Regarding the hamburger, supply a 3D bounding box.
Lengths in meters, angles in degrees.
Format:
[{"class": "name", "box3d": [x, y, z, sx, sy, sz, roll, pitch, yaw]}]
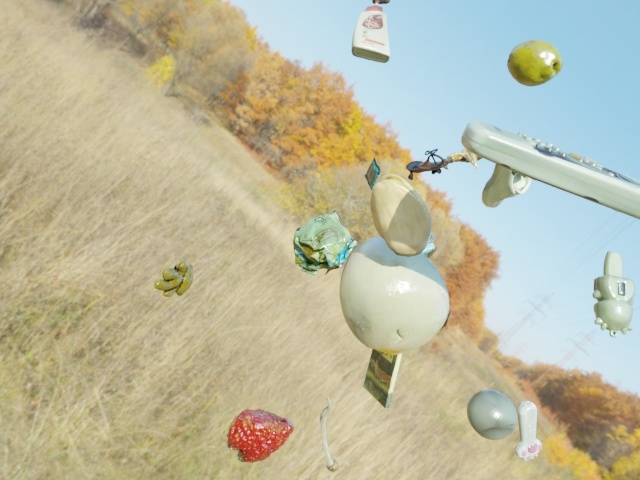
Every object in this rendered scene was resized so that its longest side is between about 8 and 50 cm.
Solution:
[{"class": "hamburger", "box3d": [-0.005, 0.004, 1.806, 0.150, 0.276, 0.260, 40, 29, -58]}]

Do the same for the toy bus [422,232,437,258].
[{"class": "toy bus", "box3d": [0.344, -0.041, 1.869, 0.133, 0.165, 0.271, 90, -22, -70]}]

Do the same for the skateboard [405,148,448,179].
[{"class": "skateboard", "box3d": [0.359, -0.264, 1.549, 0.151, 0.067, 0.080, -5, -54, 45]}]

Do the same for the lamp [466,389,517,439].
[{"class": "lamp", "box3d": [0.375, 0.382, 0.997, 0.105, 0.105, 0.105, 45, 2, -2]}]

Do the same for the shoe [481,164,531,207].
[{"class": "shoe", "box3d": [0.765, -0.223, 1.827, 0.363, 0.132, 0.160, 84, -19, -56]}]

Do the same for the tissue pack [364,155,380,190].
[{"class": "tissue pack", "box3d": [0.225, -0.284, 1.933, 0.138, 0.028, 0.085, 117, -40, -57]}]

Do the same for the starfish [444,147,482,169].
[{"class": "starfish", "box3d": [0.549, -0.302, 1.633, 0.216, 0.238, 0.071, -105, 178, -81]}]

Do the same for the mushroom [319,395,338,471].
[{"class": "mushroom", "box3d": [0.022, 0.603, 1.438, 0.068, 0.043, 0.306, 9, -66, 35]}]

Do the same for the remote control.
[{"class": "remote control", "box3d": [0.368, -0.120, 0.720, 0.296, 0.056, 0.140, 23, 23, 3]}]

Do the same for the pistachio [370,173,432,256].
[{"class": "pistachio", "box3d": [0.196, -0.060, 1.070, 0.145, 0.117, 0.200, -5, -73, 41]}]

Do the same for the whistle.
[{"class": "whistle", "box3d": [0.809, 0.148, 1.261, 0.110, 0.244, 0.092, 9, -20, 6]}]

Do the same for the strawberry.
[{"class": "strawberry", "box3d": [-0.147, 0.453, 1.082, 0.131, 0.148, 0.131, 50, 1, -2]}]

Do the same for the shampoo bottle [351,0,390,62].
[{"class": "shampoo bottle", "box3d": [0.209, -0.830, 1.757, 0.153, 0.284, 0.071, 11, -16, -2]}]

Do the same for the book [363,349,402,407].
[{"class": "book", "box3d": [0.223, 0.460, 1.639, 0.024, 0.228, 0.160, 9, 8, -26]}]

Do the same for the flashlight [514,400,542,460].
[{"class": "flashlight", "box3d": [0.666, 0.610, 1.455, 0.047, 0.093, 0.200, -156, -121, -69]}]

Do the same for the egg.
[{"class": "egg", "box3d": [0.169, 0.168, 1.235, 0.337, 0.337, 0.201, 46, 43, 9]}]

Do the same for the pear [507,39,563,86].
[{"class": "pear", "box3d": [0.524, -0.436, 1.121, 0.131, 0.107, 0.107, 33, -7, 41]}]

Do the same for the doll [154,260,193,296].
[{"class": "doll", "box3d": [-0.522, 0.130, 1.606, 0.097, 0.137, 0.209, 22, -6, 12]}]
